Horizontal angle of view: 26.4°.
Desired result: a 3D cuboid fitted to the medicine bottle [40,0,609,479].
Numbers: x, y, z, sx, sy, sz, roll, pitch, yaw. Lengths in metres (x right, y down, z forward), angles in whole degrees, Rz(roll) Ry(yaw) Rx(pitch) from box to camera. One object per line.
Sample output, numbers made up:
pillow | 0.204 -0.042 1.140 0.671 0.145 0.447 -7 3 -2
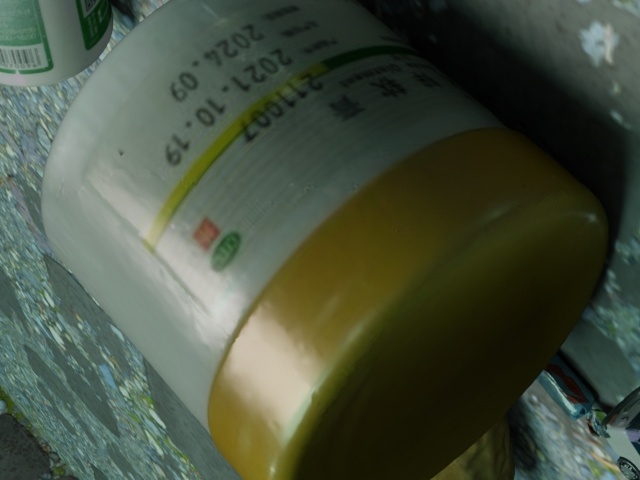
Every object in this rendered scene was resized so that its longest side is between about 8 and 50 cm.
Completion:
medicine bottle | 0.000 0.000 0.765 0.232 0.238 0.238 45 156 26

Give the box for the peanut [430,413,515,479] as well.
peanut | 0.073 0.109 0.969 0.108 0.095 0.226 -13 108 50

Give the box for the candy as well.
candy | 0.155 0.091 0.868 0.083 0.020 0.030 51 158 14

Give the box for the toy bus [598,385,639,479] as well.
toy bus | 0.210 0.133 0.775 0.102 0.052 0.058 57 157 -8

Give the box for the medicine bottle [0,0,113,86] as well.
medicine bottle | -0.237 -0.251 1.028 0.133 0.133 0.274 44 156 26
